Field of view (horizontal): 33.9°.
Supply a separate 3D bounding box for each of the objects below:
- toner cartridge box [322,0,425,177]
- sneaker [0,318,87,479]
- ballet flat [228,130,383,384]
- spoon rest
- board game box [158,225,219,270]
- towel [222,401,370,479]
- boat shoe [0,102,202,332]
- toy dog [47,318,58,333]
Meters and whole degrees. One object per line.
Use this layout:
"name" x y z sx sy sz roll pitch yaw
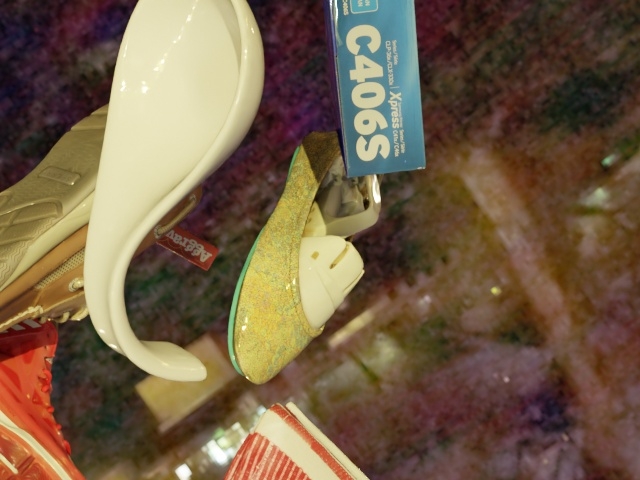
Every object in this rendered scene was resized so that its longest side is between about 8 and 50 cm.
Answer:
"toner cartridge box" 0.037 -0.246 0.941 0.075 0.347 0.165 -7 -160 -1
"sneaker" -0.228 0.135 0.856 0.087 0.221 0.128 -39 -176 41
"ballet flat" 0.000 0.000 1.105 0.123 0.123 0.348 -41 -159 41
"spoon rest" -0.100 -0.040 0.682 0.084 0.137 0.276 -4 108 -43
"board game box" -0.189 -0.021 1.114 0.027 0.145 0.281 -59 -170 -5
"towel" -0.046 0.351 1.005 0.037 0.237 0.329 7 118 -54
"boat shoe" -0.210 0.015 0.826 0.324 0.116 0.123 -42 -141 -24
"toy dog" -0.509 0.100 1.308 0.408 0.285 0.395 -25 -136 43
